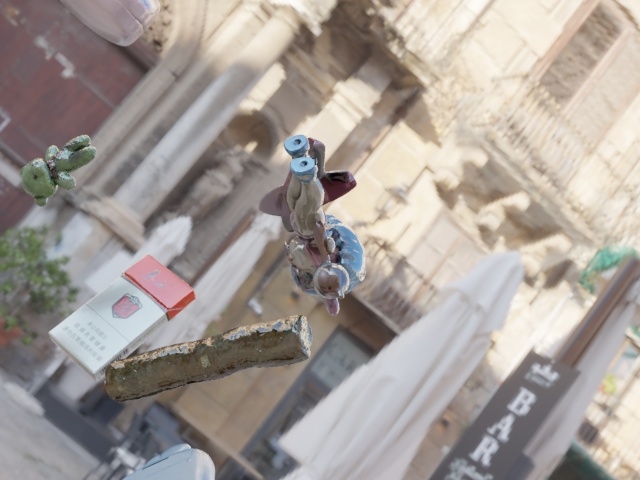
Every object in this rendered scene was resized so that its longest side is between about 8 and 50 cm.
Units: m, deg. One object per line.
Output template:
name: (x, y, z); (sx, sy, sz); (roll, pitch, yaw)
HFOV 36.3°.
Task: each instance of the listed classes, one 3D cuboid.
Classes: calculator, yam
calculator: (-0.243, 0.387, 1.427); (0.042, 0.188, 0.302); (61, 7, -19)
yam: (-0.134, 0.142, 1.167); (0.061, 0.253, 0.061); (-15, 90, -79)

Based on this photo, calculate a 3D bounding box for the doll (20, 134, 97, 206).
doll: (-0.478, -0.139, 1.765); (0.115, 0.150, 0.077); (53, -3, 31)

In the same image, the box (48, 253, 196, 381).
box: (-0.364, 0.139, 1.804); (0.139, 0.245, 0.035); (36, -28, 28)

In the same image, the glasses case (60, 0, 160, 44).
glasses case: (-0.218, -0.250, 0.974); (0.113, 0.075, 0.297); (43, 0, -15)

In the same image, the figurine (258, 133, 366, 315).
figurine: (0.009, -0.009, 1.173); (0.205, 0.103, 0.260); (56, -15, 37)
